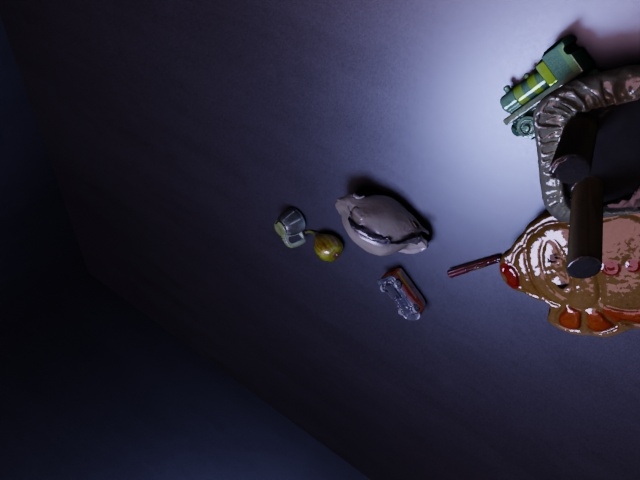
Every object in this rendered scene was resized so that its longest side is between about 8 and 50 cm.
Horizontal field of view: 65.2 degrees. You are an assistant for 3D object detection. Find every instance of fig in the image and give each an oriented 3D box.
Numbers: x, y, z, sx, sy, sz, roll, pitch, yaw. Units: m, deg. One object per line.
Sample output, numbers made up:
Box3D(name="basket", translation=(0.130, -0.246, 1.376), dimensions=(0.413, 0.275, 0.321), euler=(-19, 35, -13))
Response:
Box3D(name="fig", translation=(-0.006, 0.010, 1.671), dimensions=(0.166, 0.093, 0.093), euler=(26, 139, 21))

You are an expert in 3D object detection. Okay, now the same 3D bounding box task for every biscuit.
Box3D(name="biscuit", translation=(0.603, 0.061, 1.138), dimensions=(0.381, 0.074, 0.358), euler=(-12, 106, 37))

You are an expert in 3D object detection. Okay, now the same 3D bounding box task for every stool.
Box3D(name="stool", translation=(0.549, -0.118, 0.861), dimensions=(0.311, 0.226, 0.310), euler=(-12, 126, 22))

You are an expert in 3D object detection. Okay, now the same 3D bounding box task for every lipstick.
Box3D(name="lipstick", translation=(0.426, 0.070, 1.387), dimensions=(0.027, 0.027, 0.177), euler=(51, 141, -9))

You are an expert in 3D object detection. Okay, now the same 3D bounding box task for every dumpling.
Box3D(name="dumpling", translation=(0.162, -0.022, 1.436), dimensions=(0.293, 0.163, 0.204), euler=(28, 137, 1))

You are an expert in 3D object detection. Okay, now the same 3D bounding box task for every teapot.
Box3D(name="teapot", translation=(-0.102, -0.043, 1.695), dimensions=(0.124, 0.091, 0.092), euler=(48, 145, 13))

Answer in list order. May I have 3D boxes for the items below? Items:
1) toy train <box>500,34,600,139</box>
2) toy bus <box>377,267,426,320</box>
Box3D(name="toy train", translation=(0.446, -0.291, 0.991), dimensions=(0.132, 0.083, 0.200), euler=(56, 142, 2))
Box3D(name="toy bus", translation=(0.263, 0.168, 1.583), dimensions=(0.174, 0.077, 0.079), euler=(52, 142, -11))
